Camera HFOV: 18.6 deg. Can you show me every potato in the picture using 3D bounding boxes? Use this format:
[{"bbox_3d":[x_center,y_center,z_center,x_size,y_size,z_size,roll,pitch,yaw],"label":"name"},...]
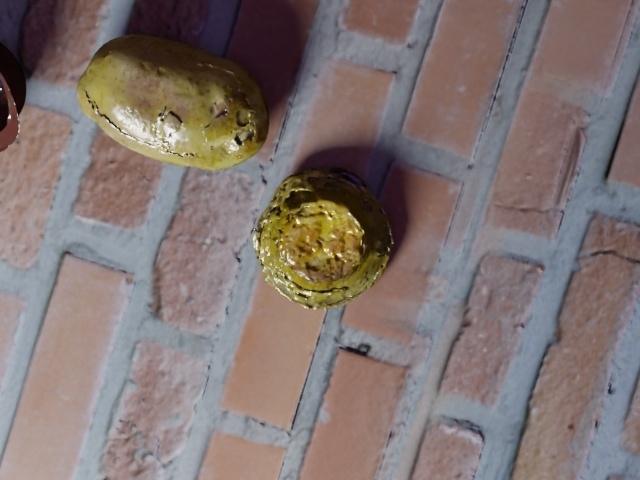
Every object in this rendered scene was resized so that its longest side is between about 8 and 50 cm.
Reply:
[{"bbox_3d":[-0.126,-0.121,1.716,0.170,0.080,0.107,24,84,0],"label":"potato"}]

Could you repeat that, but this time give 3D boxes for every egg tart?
[{"bbox_3d":[0.000,0.000,1.738,0.130,0.052,0.130,0,99,1],"label":"egg tart"}]

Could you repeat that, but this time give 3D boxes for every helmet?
[{"bbox_3d":[-0.290,-0.139,1.728,0.089,0.057,0.111,-22,103,39],"label":"helmet"}]
